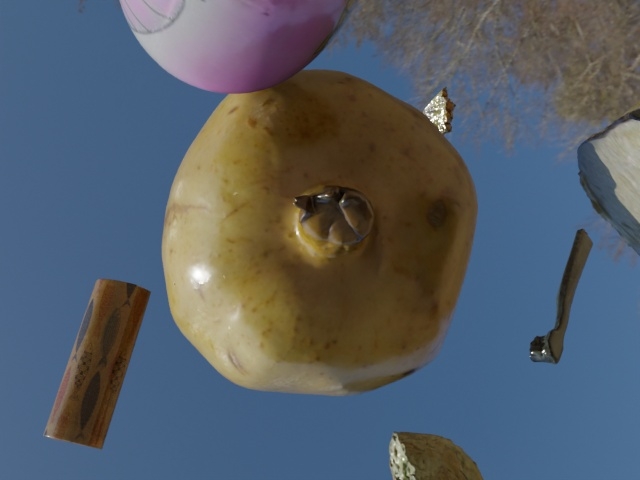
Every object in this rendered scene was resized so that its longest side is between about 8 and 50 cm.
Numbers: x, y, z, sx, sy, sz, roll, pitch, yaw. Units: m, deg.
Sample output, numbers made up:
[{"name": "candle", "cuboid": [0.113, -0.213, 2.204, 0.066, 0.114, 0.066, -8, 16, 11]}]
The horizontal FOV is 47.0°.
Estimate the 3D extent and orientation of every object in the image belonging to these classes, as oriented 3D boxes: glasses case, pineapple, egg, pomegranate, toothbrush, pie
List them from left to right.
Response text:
[{"name": "glasses case", "cuboid": [-0.235, 0.125, 0.767, 0.041, 0.064, 0.170, 42, -124, -52]}, {"name": "egg", "cuboid": [-0.054, -0.227, 0.557, 0.196, 0.271, 0.196, 5, -106, -16]}, {"name": "pomegranate", "cuboid": [0.000, 0.000, 0.724, 0.342, 0.342, 0.343, 4, -99, -29]}, {"name": "pineapple", "cuboid": [0.140, -0.145, 0.899, 0.019, 0.083, 0.045, -24, -104, -37]}, {"name": "pie", "cuboid": [0.181, 0.447, 1.071, 0.337, 0.075, 0.338, 31, -137, -34]}, {"name": "toothbrush", "cuboid": [0.301, 0.060, 0.903, 0.297, 0.030, 0.030, -46, -61, -52]}]

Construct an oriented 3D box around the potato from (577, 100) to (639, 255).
[{"name": "potato", "cuboid": [0.384, -0.065, 0.470, 0.296, 0.397, 0.290, -42, -102, 7]}]
